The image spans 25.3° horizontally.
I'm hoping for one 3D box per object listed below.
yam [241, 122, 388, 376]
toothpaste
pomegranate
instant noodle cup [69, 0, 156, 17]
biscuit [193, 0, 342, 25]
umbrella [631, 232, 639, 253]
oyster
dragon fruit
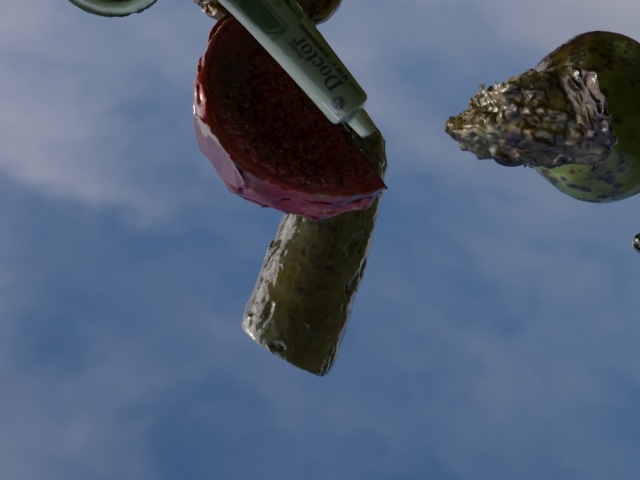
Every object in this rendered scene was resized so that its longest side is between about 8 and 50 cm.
[{"bbox_3d":[0.000,0.000,1.777,0.133,0.133,0.330,21,-100,-24],"label":"yam"},{"bbox_3d":[-0.025,-0.179,1.287,0.218,0.064,0.041,49,169,-6],"label":"toothpaste"},{"bbox_3d":[0.319,-0.136,1.670,0.198,0.246,0.198,2,-104,-8],"label":"pomegranate"},{"bbox_3d":[-0.211,-0.344,1.510,0.193,0.193,0.212,25,-147,-20],"label":"instant noodle cup"},{"bbox_3d":[-0.076,-0.335,1.718,0.226,0.042,0.225,10,-128,-13],"label":"biscuit"},{"bbox_3d":[0.502,0.072,1.869,0.236,0.066,0.059,42,-104,8],"label":"umbrella"},{"bbox_3d":[0.194,-0.111,1.343,0.177,0.105,0.056,9,-139,34],"label":"oyster"},{"bbox_3d":[-0.063,-0.119,1.514,0.189,0.163,0.261,-17,-108,-53],"label":"dragon fruit"}]
